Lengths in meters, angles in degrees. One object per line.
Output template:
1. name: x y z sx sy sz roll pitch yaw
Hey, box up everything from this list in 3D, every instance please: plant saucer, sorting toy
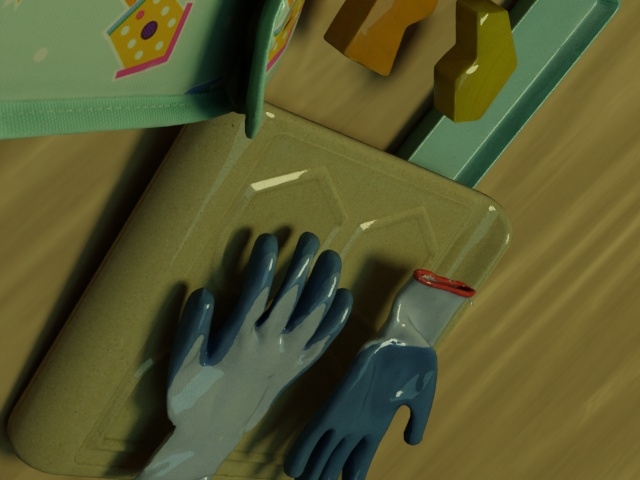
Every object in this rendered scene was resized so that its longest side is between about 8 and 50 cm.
1. plant saucer: 0.095 -0.079 0.719 0.192 0.018 0.067 -51 141 0
2. sorting toy: 0.000 0.000 0.661 0.229 0.041 0.307 19 109 -45

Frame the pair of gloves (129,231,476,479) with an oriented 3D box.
1. pair of gloves: -0.004 0.073 0.667 0.198 0.023 0.159 12 116 -42

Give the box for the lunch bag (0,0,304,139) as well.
1. lunch bag: -0.063 -0.152 0.400 0.262 0.160 0.223 -5 120 -56
